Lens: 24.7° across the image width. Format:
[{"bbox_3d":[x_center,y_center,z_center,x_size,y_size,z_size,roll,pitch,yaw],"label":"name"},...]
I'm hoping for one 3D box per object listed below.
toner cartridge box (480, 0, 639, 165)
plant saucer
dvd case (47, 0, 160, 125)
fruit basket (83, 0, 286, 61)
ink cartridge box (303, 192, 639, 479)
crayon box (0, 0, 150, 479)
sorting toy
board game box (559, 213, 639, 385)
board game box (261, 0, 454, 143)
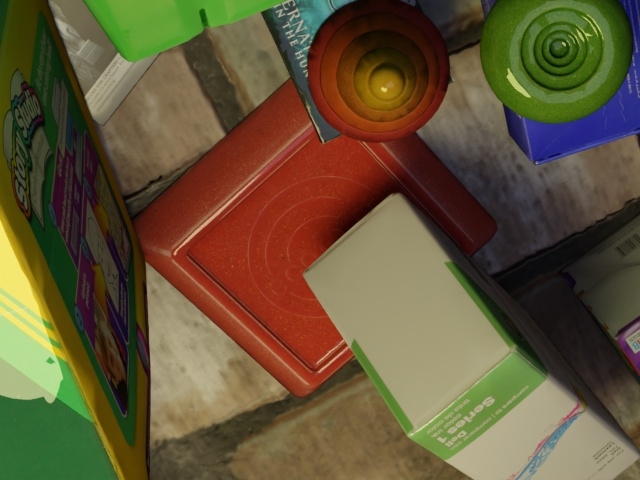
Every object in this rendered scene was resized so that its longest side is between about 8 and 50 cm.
[{"bbox_3d":[0.215,-0.250,1.241,0.165,0.075,0.347,-18,118,-4],"label":"toner cartridge box"},{"bbox_3d":[0.000,0.000,1.325,0.258,0.047,0.259,-41,117,7],"label":"plant saucer"},{"bbox_3d":[-0.218,-0.227,1.171,0.239,0.029,0.179,34,102,-26],"label":"dvd case"},{"bbox_3d":[-0.068,-0.344,0.991,0.392,0.283,0.392,-13,128,-17],"label":"fruit basket"},{"bbox_3d":[0.136,0.111,1.278,0.117,0.201,0.278,-42,139,8],"label":"ink cartridge box"},{"bbox_3d":[-0.219,0.001,1.064,0.106,0.363,0.313,-16,123,3],"label":"crayon box"},{"bbox_3d":[0.172,-0.146,1.156,0.366,0.126,0.127,-7,102,1],"label":"sorting toy"},{"bbox_3d":[0.379,0.113,1.419,0.144,0.142,0.275,-37,118,5],"label":"board game box"},{"bbox_3d":[0.018,-0.191,1.221,0.126,0.026,0.186,-26,102,-1],"label":"board game box"}]
